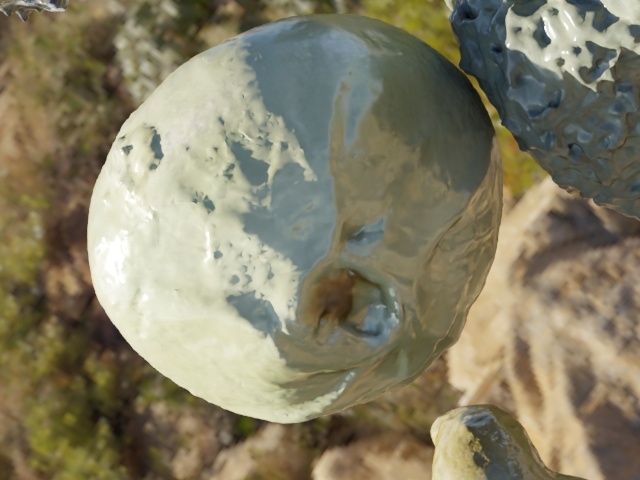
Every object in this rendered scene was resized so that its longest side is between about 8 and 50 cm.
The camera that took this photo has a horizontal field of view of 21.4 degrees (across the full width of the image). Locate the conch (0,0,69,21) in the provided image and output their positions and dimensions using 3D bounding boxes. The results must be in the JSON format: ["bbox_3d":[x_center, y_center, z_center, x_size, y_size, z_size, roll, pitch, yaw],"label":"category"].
[{"bbox_3d":[-0.309,-0.360,1.683,0.186,0.241,0.313,104,160,-73],"label":"conch"}]

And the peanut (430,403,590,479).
[{"bbox_3d":[0.183,0.245,1.471,0.137,0.253,0.122,-33,-25,-36],"label":"peanut"}]

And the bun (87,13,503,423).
[{"bbox_3d":[-0.002,0.003,1.400,0.364,0.364,0.202,-48,38,9],"label":"bun"}]

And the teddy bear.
[{"bbox_3d":[0.207,-0.205,1.413,0.224,0.357,0.367,-27,51,3],"label":"teddy bear"}]
